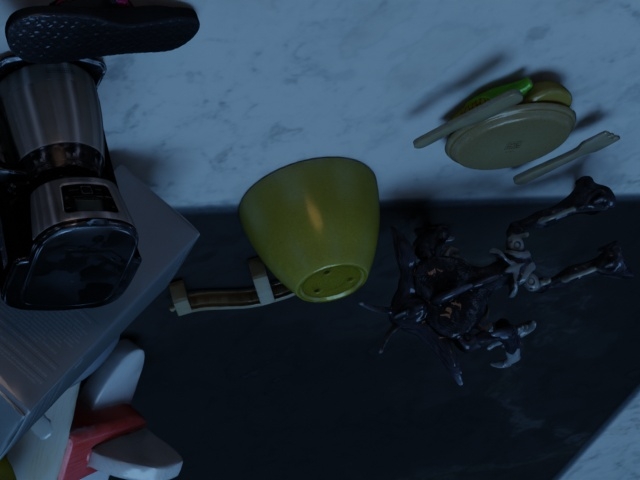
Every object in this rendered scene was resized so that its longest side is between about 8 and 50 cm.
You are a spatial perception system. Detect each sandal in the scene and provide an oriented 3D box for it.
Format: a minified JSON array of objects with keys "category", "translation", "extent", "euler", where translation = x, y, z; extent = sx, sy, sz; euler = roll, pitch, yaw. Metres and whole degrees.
[{"category":"sandal","translation":[-0.173,-0.169,1.521],"extent":[0.179,0.040,0.067],"euler":[-7,158,-45]}]

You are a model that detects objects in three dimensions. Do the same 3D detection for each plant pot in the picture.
[{"category":"plant pot","translation":[0.000,0.000,1.830],"extent":[0.134,0.095,0.134],"euler":[-13,151,-7]}]

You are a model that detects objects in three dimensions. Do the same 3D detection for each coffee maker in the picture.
[{"category":"coffee maker","translation":[-0.210,-0.034,1.581],"extent":[0.120,0.178,0.171],"euler":[-12,150,-6]}]

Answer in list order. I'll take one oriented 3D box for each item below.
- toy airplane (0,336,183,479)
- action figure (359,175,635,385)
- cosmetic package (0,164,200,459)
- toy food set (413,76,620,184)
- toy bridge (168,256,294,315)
[{"category":"toy airplane","translation":[-0.297,0.231,1.891],"extent":[0.384,0.272,0.386],"euler":[-37,134,-5]},{"category":"action figure","translation":[0.159,0.042,1.893],"extent":[0.276,0.164,0.141],"euler":[-21,170,-15]},{"category":"cosmetic package","translation":[-0.221,0.060,1.683],"extent":[0.238,0.107,0.127],"euler":[-45,176,-31]},{"category":"toy food set","translation":[0.176,-0.106,1.807],"extent":[0.132,0.038,0.192],"euler":[-25,156,30]},{"category":"toy bridge","translation":[-0.058,0.041,1.943],"extent":[0.188,0.026,0.063],"euler":[-16,152,0]}]
